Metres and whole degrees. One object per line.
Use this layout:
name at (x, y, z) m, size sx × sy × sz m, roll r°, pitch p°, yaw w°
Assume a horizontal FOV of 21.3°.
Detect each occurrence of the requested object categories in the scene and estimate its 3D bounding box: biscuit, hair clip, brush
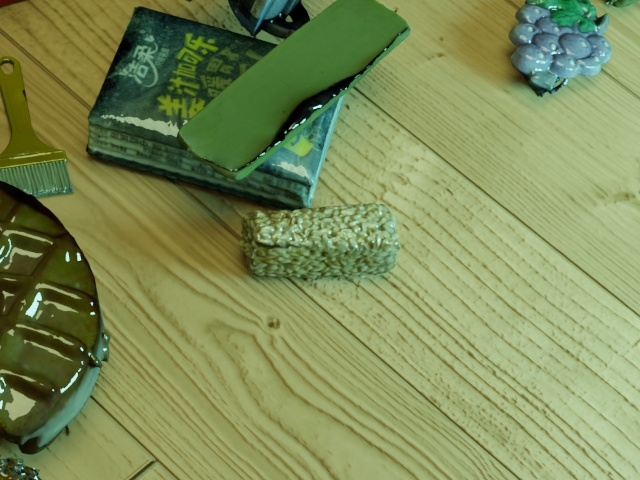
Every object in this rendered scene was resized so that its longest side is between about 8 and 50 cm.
biscuit at (-0.374, 0.049, 1.685) m, size 0.366 × 0.115 × 0.268 m, roll 22°, pitch 55°, yaw 6°
biscuit at (-0.025, -0.169, 1.840) m, size 0.099 × 0.038 × 0.322 m, roll 34°, pitch 55°, yaw 18°
hair clip at (0.286, -0.236, 2.036) m, size 0.124 × 0.052 × 0.195 m, roll 25°, pitch 46°, yaw -2°
biscuit at (0.000, 0.000, 1.794) m, size 0.168 × 0.082 × 0.070 m, roll -3°, pitch 53°, yaw -10°
brush at (-0.332, -0.128, 1.881) m, size 0.083 × 0.011 × 0.205 m, roll -9°, pitch 56°, yaw -13°

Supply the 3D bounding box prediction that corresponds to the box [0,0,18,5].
box at (-0.378, -0.337, 1.920) m, size 0.112 × 0.175 × 0.048 m, roll -18°, pitch 60°, yaw -21°

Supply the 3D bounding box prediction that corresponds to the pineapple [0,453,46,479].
pineapple at (-0.254, 0.280, 1.551) m, size 0.083 × 0.103 × 0.221 m, roll -47°, pitch 70°, yaw 4°

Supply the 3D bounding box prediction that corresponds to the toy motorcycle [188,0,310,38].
toy motorcycle at (-0.059, -0.362, 1.982) m, size 0.212 × 0.125 × 0.358 m, roll 34°, pitch 34°, yaw 0°

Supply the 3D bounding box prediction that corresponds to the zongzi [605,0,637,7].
zongzi at (0.413, -0.314, 2.106) m, size 0.113 × 0.052 × 0.104 m, roll 28°, pitch 62°, yaw -4°

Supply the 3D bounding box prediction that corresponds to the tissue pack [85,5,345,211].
tissue pack at (-0.111, -0.148, 1.883) m, size 0.257 × 0.081 × 0.185 m, roll 16°, pitch 52°, yaw 2°
